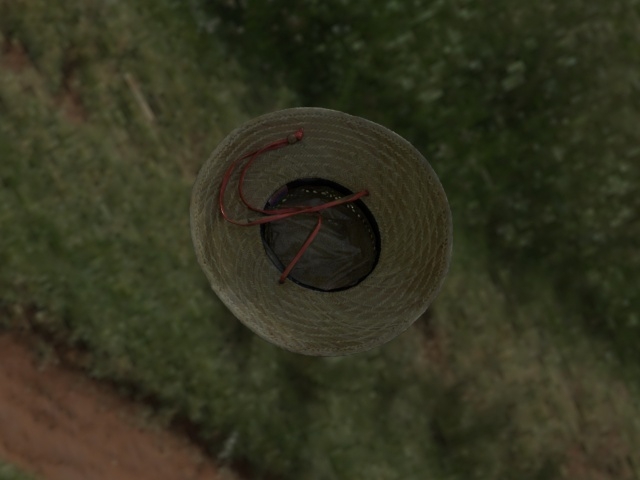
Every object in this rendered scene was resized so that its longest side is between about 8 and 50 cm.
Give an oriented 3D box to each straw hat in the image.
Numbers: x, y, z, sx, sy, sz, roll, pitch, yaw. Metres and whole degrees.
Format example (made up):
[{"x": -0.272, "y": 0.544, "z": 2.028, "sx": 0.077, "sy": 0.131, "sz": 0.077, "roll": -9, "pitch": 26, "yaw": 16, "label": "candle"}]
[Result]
[{"x": 0.000, "y": 0.000, "z": 0.934, "sx": 0.061, "sy": 0.144, "sz": 0.144, "roll": 94, "pitch": -23, "yaw": -74, "label": "straw hat"}]
